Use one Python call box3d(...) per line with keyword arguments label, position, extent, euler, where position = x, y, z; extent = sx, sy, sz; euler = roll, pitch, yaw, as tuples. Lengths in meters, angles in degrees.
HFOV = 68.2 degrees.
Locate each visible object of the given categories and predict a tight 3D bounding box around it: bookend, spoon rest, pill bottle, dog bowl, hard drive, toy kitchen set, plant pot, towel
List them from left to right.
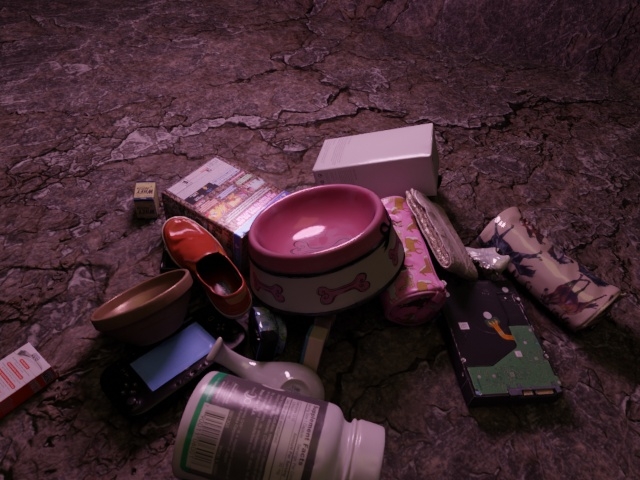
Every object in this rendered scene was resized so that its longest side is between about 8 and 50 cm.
box3d(label="plant pot", position=(-0.395, 0.167, 1.099), extent=(0.237, 0.110, 0.237), euler=(-21, 15, 6))
box3d(label="bookend", position=(-0.344, 0.043, 1.287), extent=(0.157, 0.072, 0.156), euler=(1, 45, -8))
box3d(label="spoon rest", position=(-0.118, 0.306, 1.040), extent=(0.276, 0.084, 0.137), euler=(32, 71, -2))
box3d(label="pill bottle", position=(-0.073, 0.392, 0.894), extent=(0.360, 0.204, 0.204), euler=(14, 45, 5))
box3d(label="toy kitchen set", position=(-0.058, 0.213, 1.161), extent=(0.165, 0.122, 0.207), euler=(16, 25, 8))
box3d(label="dog bowl", position=(0.000, 0.000, 1.186), extent=(0.407, 0.151, 0.408), euler=(-10, 33, 7))
box3d(label="towel", position=(0.345, -0.019, 1.340), extent=(0.187, 0.049, 0.282), euler=(21, 39, -45))
box3d(label="hard drive", position=(0.436, 0.251, 1.210), extent=(0.236, 0.064, 0.339), euler=(-1, 45, -10))

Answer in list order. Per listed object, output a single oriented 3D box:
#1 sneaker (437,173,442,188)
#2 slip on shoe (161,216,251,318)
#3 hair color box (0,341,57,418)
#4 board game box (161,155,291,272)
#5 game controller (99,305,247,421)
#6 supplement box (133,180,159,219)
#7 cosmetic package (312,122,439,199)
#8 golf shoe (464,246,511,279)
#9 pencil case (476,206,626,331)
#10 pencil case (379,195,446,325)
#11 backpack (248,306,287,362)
box3d(label="sneaker", position=(0.268, -0.184, 1.600), extent=(0.269, 0.090, 0.145), euler=(-27, 46, -25))
box3d(label="slip on shoe", position=(-0.284, 0.048, 1.172), extent=(0.123, 0.101, 0.331), euler=(-31, 63, -25))
box3d(label="hair color box", position=(-0.663, 0.306, 0.994), extent=(0.093, 0.054, 0.167), euler=(33, 51, 23))
box3d(label="board game box", position=(-0.268, -0.086, 1.377), extent=(0.290, 0.141, 0.232), euler=(29, 48, 19))
box3d(label="game controller", position=(-0.327, 0.267, 1.075), extent=(0.166, 0.067, 0.319), euler=(39, 52, 26))
box3d(label="supplement box", position=(-0.519, -0.120, 1.412), extent=(0.056, 0.083, 0.083), euler=(-3, 47, -10))
box3d(label="cosmetic package", position=(0.181, -0.237, 1.495), extent=(0.365, 0.155, 0.197), euler=(-3, 40, 21))
box3d(label="golf shoe", position=(0.480, 0.050, 1.369), extent=(0.086, 0.069, 0.176), euler=(-38, 27, -2))
box3d(label="pencil case", position=(0.639, 0.071, 1.352), extent=(0.183, 0.160, 0.410), euler=(-14, 49, -34))
box3d(label="pencil case", position=(0.224, 0.045, 1.314), extent=(0.167, 0.160, 0.386), euler=(3, 44, -13))
box3d(label="backpack", position=(-0.129, 0.217, 1.130), extent=(0.084, 0.105, 0.114), euler=(-2, 38, -22))
